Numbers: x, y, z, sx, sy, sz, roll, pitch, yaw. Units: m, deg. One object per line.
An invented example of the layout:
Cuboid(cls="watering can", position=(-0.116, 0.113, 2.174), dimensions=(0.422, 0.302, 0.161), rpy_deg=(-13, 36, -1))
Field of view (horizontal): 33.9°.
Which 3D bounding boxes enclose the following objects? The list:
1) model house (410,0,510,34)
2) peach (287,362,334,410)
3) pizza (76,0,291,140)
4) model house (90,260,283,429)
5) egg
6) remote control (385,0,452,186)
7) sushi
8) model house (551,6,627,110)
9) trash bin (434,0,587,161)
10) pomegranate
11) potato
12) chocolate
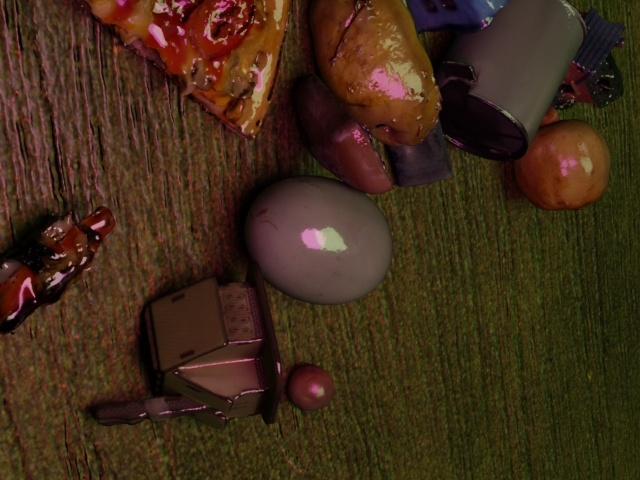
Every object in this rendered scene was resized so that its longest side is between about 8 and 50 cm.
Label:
Cuboid(cls="model house", position=(0.208, -0.524, 1.763), dimensions=(0.237, 0.215, 0.303), rpy_deg=(-54, 127, -21))
Cuboid(cls="peach", position=(-0.017, 0.251, 1.799), dimensions=(0.083, 0.083, 0.083), rpy_deg=(-12, 108, -43))
Cuboid(cls="pizza", position=(-0.192, -0.346, 1.458), dimensions=(0.406, 0.130, 0.440), rpy_deg=(-12, 107, -45))
Cuboid(cls="model house", position=(-0.209, 0.169, 1.572), dimensions=(0.278, 0.218, 0.205), rpy_deg=(-6, 149, -13))
Cuboid(cls="egg", position=(0.000, 0.000, 1.671), dimensions=(0.282, 0.202, 0.203), rpy_deg=(25, 81, -46))
Cuboid(cls="remote control", position=(0.139, -0.268, 1.828), dimensions=(0.044, 0.107, 0.378), rpy_deg=(-85, 160, -60))
Cuboid(cls="sushi", position=(-0.365, 0.033, 1.388), dimensions=(0.103, 0.097, 0.226), rpy_deg=(44, 65, 5))
Cuboid(cls="model house", position=(0.542, -0.361, 2.154), dimensions=(0.166, 0.172, 0.183), rpy_deg=(-57, 133, -21))
Cuboid(cls="trash bin", position=(0.335, -0.312, 1.924), dimensions=(0.263, 0.217, 0.277), rpy_deg=(-61, 143, -16))
Cuboid(cls="pomegranate", position=(0.493, -0.154, 2.130), dimensions=(0.207, 0.207, 0.207), rpy_deg=(-12, 108, -43))
Cuboid(cls="potato", position=(0.088, -0.286, 1.708), dimensions=(0.172, 0.140, 0.300), rpy_deg=(-26, 104, 1))
Cuboid(cls="chocolate", position=(0.021, -0.157, 1.652), dimensions=(0.083, 0.261, 0.161), rpy_deg=(-35, 124, -1))
